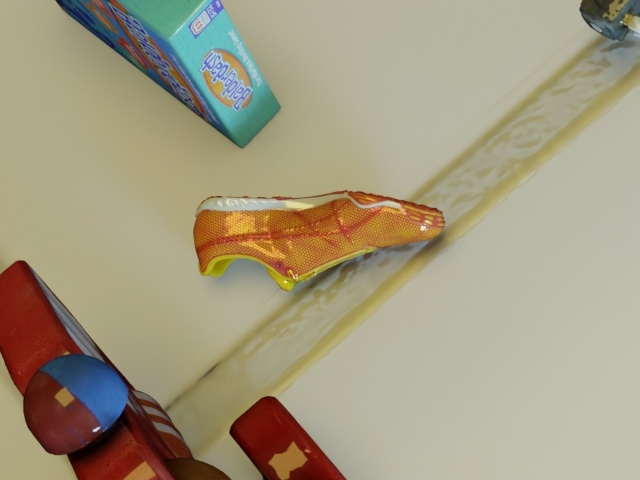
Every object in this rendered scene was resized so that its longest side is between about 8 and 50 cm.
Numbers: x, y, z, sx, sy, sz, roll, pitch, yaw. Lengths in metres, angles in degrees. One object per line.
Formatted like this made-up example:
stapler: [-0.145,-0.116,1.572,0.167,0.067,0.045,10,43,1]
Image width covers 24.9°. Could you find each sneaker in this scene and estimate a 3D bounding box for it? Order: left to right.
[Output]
sneaker: [0.000,0.000,0.984,0.175,0.064,0.067,-4,85,19]

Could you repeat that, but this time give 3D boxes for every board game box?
board game box: [-0.135,-0.170,1.030,0.210,0.160,0.047,38,81,26]

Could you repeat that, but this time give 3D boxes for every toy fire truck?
toy fire truck: [-0.086,0.144,0.795,0.169,0.254,0.302,-40,23,-5]

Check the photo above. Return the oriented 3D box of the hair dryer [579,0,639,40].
hair dryer: [0.332,-0.206,0.988,0.224,0.080,0.293,31,82,8]
